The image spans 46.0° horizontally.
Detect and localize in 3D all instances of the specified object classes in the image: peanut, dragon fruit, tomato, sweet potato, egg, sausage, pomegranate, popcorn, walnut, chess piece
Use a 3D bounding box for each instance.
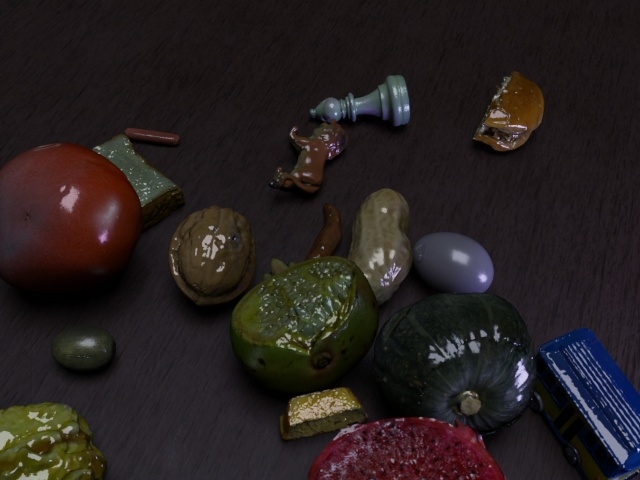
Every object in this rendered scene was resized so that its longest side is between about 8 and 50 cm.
[{"bbox_3d":[0.141,0.008,1.763,0.152,0.152,0.313,10,51,1],"label":"peanut"},{"bbox_3d":[0.155,0.509,1.337,0.370,0.249,0.386,30,50,35],"label":"dragon fruit"},{"bbox_3d":[-0.556,-0.050,1.602,0.341,0.342,0.272,34,15,18],"label":"tomato"},{"bbox_3d":[0.011,-0.002,1.813,0.078,0.058,0.255,3,46,21],"label":"sweet potato"},{"bbox_3d":[0.305,0.055,1.748,0.198,0.146,0.146,29,55,23],"label":"egg"},{"bbox_3d":[-0.442,-0.272,1.976,0.147,0.030,0.035,6,52,-2],"label":"sausage"},{"bbox_3d":[-0.030,0.176,1.587,0.309,0.216,0.358,-30,25,-2],"label":"pomegranate"},{"bbox_3d":[-0.507,0.409,1.375,0.285,0.174,0.225,19,46,7],"label":"popcorn"},{"bbox_3d":[-0.238,0.034,1.672,0.198,0.198,0.245,10,60,1],"label":"walnut"},{"bbox_3d":[0.103,-0.367,2.070,0.271,0.139,0.139,-10,54,1],"label":"chess piece"}]

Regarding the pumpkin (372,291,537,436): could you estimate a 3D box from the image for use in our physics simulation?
[{"bbox_3d":[0.270,0.256,1.519,0.327,0.292,0.257,-15,26,-3],"label":"pumpkin"}]

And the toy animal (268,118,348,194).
[{"bbox_3d":[-0.024,-0.211,1.945,0.157,0.097,0.312,18,55,-1],"label":"toy animal"}]

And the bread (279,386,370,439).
[{"bbox_3d":[0.008,0.349,1.522,0.187,0.103,0.065,-10,54,-8],"label":"bread"}]

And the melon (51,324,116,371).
[{"bbox_3d":[-0.489,0.223,1.558,0.130,0.098,0.098,-1,54,-6],"label":"melon"}]

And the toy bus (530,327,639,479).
[{"bbox_3d":[0.552,0.347,1.542,0.138,0.175,0.288,-18,58,-20],"label":"toy bus"}]

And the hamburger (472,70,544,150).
[{"bbox_3d":[0.540,-0.362,2.091,0.156,0.144,0.283,25,52,12],"label":"hamburger"}]

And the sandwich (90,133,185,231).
[{"bbox_3d":[-0.490,-0.131,1.831,0.251,0.087,0.226,40,60,22],"label":"sandwich"}]
